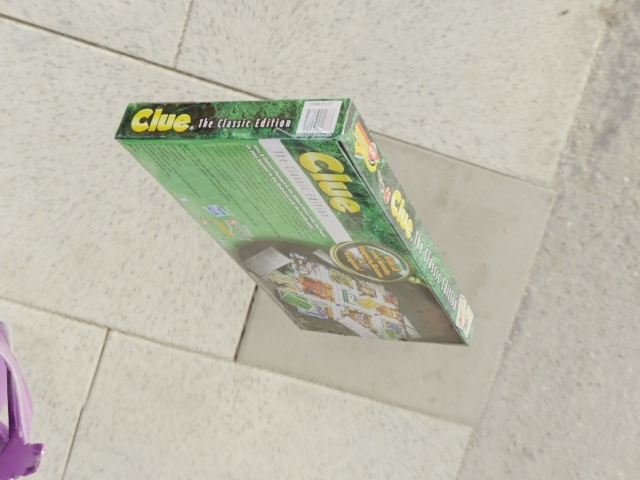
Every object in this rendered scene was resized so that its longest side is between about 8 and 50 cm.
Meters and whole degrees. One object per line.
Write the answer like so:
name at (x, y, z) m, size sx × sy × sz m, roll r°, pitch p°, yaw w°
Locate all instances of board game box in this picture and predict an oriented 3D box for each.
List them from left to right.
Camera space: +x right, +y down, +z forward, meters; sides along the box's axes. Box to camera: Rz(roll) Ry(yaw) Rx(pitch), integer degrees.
board game box at (0.000, 0.000, 0.554) m, size 0.136 × 0.260 × 0.030 m, roll 6°, pitch 64°, yaw 26°

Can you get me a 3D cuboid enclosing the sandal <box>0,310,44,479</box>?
sandal at (-0.206, 0.115, 0.476) m, size 0.102 × 0.416 × 0.169 m, roll 28°, pitch 77°, yaw -4°
